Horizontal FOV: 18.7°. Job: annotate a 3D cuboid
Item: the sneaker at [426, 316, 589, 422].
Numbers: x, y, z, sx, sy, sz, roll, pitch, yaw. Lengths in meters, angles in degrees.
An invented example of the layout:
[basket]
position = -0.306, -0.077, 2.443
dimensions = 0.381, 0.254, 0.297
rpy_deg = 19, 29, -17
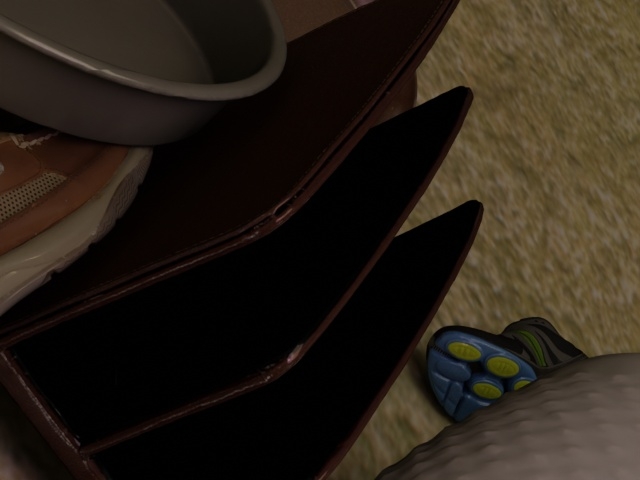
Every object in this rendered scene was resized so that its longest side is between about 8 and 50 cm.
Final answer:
[sneaker]
position = 0.135, 0.092, 1.370
dimensions = 0.188, 0.067, 0.078
rpy_deg = 15, 35, -45

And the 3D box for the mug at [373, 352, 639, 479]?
[mug]
position = 0.146, 0.219, 0.988
dimensions = 0.328, 0.374, 0.276
rpy_deg = -20, 92, -52

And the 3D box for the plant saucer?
[plant saucer]
position = 0.005, -0.141, 1.361
dimensions = 0.168, 0.029, 0.168
rpy_deg = 31, 46, -38

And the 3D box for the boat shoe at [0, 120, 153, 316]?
[boat shoe]
position = -0.190, -0.012, 0.948
dimensions = 0.116, 0.123, 0.324
rpy_deg = 54, 34, -11

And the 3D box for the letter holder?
[letter holder]
position = 0.000, 0.000, 1.040
dimensions = 0.152, 0.214, 0.302
rpy_deg = 55, 36, -15

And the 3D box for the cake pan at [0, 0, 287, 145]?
[cake pan]
position = -0.155, -0.152, 1.041
dimensions = 0.293, 0.054, 0.293
rpy_deg = 28, 26, -15

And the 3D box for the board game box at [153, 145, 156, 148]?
[board game box]
position = -0.094, -0.021, 1.150
dimensions = 0.136, 0.035, 0.201
rpy_deg = 11, 61, -49
